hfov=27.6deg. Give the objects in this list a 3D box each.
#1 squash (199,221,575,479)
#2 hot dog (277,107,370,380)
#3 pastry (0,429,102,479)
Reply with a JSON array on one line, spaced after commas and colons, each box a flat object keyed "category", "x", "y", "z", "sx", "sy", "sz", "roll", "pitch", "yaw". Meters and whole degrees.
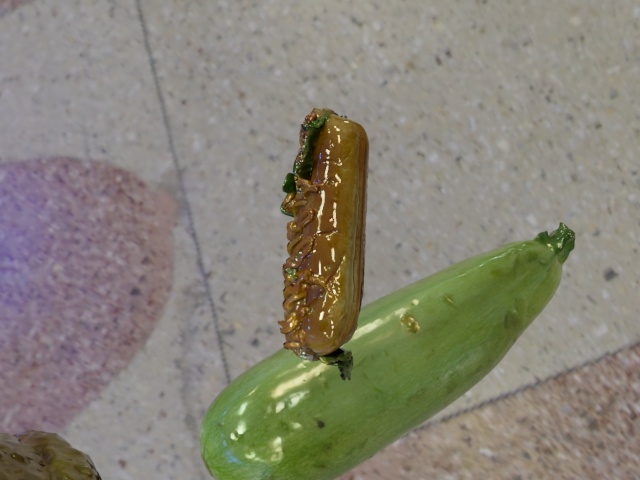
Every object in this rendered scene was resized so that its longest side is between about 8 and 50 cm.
[{"category": "squash", "x": 0.068, "y": 0.102, "z": 1.100, "sx": 0.371, "sy": 0.118, "sz": 0.118, "roll": -29, "pitch": 57, "yaw": -12}, {"category": "hot dog", "x": 0.000, "y": 0.000, "z": 0.881, "sx": 0.055, "sy": 0.072, "sz": 0.188, "roll": 8, "pitch": 73, "yaw": -16}, {"category": "pastry", "x": -0.144, "y": 0.155, "z": 0.453, "sx": 0.189, "sy": 0.103, "sz": 0.188, "roll": -33, "pitch": 50, "yaw": 49}]
